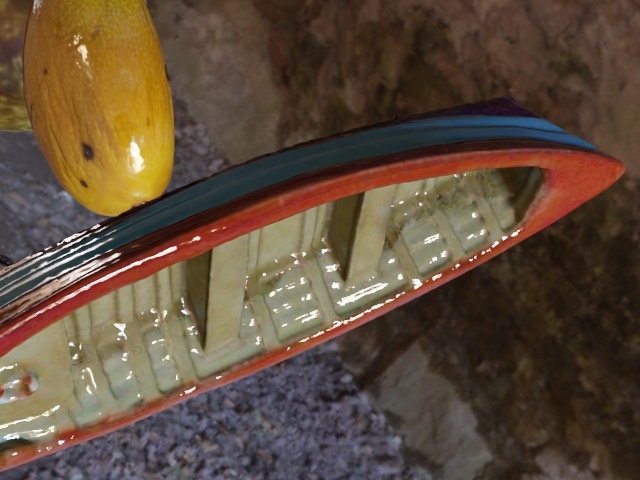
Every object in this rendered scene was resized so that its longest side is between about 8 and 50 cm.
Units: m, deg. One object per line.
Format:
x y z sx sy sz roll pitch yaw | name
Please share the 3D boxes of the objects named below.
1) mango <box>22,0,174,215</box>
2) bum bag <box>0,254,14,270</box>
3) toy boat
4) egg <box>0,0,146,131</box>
-0.205 -0.147 0.759 0.109 0.157 0.262 -17 87 -37 | mango
-0.414 0.039 0.943 0.159 0.109 0.026 24 27 6 | bum bag
0.000 0.000 0.439 0.392 0.136 0.079 -23 56 -27 | toy boat
-0.336 -0.241 0.985 0.238 0.289 0.238 39 30 -28 | egg
